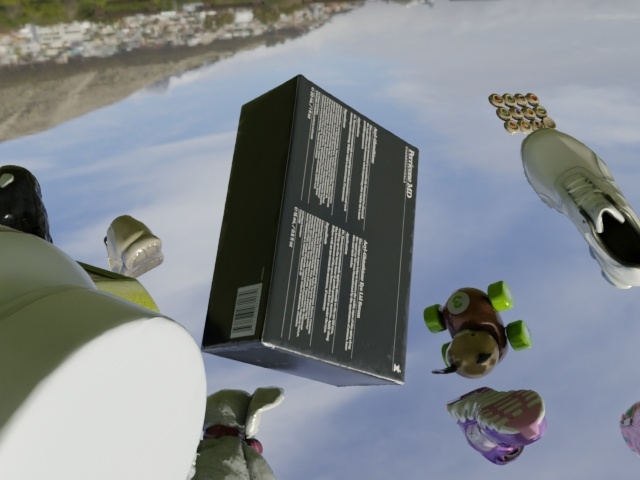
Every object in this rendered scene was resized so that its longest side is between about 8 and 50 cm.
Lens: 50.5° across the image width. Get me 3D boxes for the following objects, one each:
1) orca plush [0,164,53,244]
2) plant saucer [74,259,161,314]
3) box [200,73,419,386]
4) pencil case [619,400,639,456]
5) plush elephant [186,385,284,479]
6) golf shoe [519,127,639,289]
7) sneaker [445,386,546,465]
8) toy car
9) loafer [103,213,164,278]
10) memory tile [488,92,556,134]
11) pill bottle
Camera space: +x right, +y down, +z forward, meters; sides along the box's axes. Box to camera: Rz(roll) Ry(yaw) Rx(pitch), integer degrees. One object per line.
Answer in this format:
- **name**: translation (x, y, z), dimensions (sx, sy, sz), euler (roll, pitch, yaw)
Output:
- **orca plush**: translation (-0.431, 0.021, 0.945), dimensions (0.102, 0.151, 0.287), euler (-12, -126, 35)
- **plant saucer**: translation (-0.294, 0.048, 0.741), dimensions (0.188, 0.045, 0.188), euler (14, -178, 22)
- **box**: translation (0.000, 0.000, 0.680), dimensions (0.184, 0.261, 0.103), euler (23, 154, -36)
- **pencil case**: translation (0.600, 0.351, 1.180), dimensions (0.124, 0.124, 0.284), euler (2, 176, 14)
- **plush elephant**: translation (-0.189, 0.413, 1.338), dimensions (0.272, 0.329, 0.255), euler (1, -139, 18)
- **golf shoe**: translation (0.248, -0.038, 0.618), dimensions (0.069, 0.176, 0.086), euler (-38, 165, 10)
- **sneaker**: translation (0.268, 0.279, 0.994), dimensions (0.095, 0.104, 0.236), euler (-19, 175, -12)
- **toy car**: translation (0.249, 0.171, 1.140), dimensions (0.155, 0.148, 0.188), euler (-24, -176, 28)
- **loafer**: translation (-0.362, 0.014, 1.307), dimensions (0.102, 0.092, 0.268), euler (-32, 177, -26)
- **memory tile**: translation (0.448, -0.283, 1.505), dimensions (0.148, 0.012, 0.113), euler (-8, -116, -29)
- **pill bottle**: translation (-0.289, 0.080, 0.457), dimensions (0.392, 0.224, 0.224), euler (17, -152, 23)
